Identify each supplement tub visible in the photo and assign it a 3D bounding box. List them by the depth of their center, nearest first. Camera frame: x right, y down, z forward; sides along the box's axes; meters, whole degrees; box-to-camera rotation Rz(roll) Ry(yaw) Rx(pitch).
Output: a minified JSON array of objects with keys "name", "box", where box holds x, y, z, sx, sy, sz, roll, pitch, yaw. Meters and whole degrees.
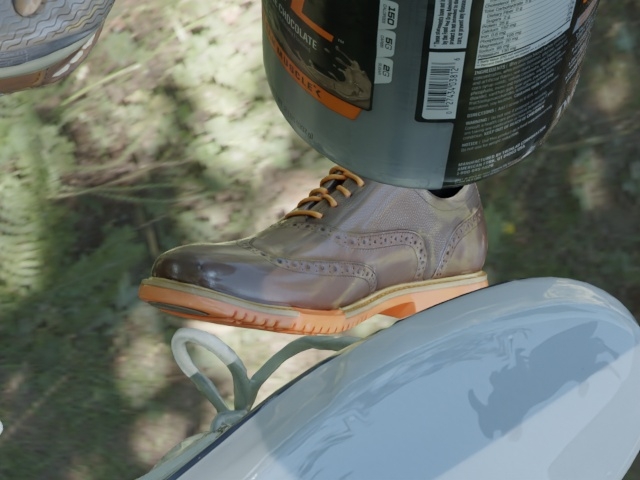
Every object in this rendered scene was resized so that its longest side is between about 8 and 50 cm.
[{"name":"supplement tub","box":[0.067,-0.194,0.989,0.207,0.338,0.207,1,60,-1]}]

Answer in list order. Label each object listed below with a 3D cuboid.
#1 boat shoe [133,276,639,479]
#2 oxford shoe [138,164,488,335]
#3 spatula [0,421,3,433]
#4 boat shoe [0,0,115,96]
[{"name":"boat shoe","box":[-0.037,0.119,0.744,0.367,0.156,0.136,-37,119,-1]},{"name":"oxford shoe","box":[0.000,0.000,1.372,0.363,0.130,0.133,-4,99,-51]},{"name":"spatula","box":[-0.334,0.063,1.270,0.019,0.242,0.168,-45,138,-53]},{"name":"boat shoe","box":[-0.232,-0.103,0.604,0.324,0.116,0.123,14,73,-6]}]
